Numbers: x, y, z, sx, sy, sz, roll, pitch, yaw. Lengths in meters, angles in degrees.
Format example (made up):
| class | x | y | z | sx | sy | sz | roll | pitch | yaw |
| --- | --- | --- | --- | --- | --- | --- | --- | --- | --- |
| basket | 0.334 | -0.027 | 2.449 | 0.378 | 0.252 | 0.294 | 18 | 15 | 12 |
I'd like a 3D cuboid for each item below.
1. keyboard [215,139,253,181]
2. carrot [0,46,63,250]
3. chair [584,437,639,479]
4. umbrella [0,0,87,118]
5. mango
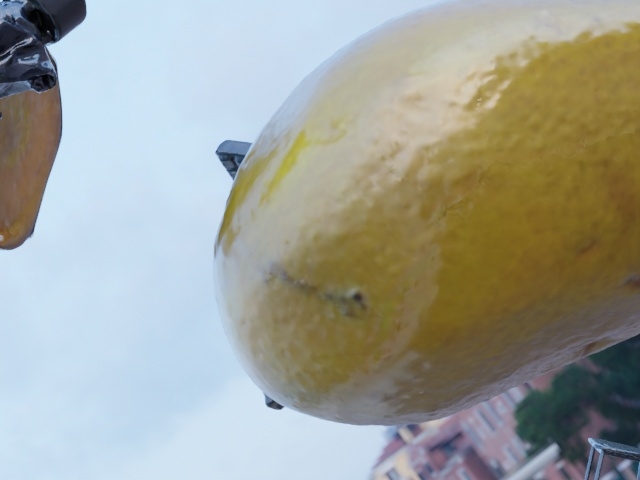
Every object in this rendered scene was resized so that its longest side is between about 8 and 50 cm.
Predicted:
| class | x | y | z | sx | sy | sz | roll | pitch | yaw |
| --- | --- | --- | --- | --- | --- | --- | --- | --- | --- |
| keyboard | 0.000 | 0.000 | 0.745 | 0.204 | 0.061 | 0.013 | 61 | -140 | -61 |
| carrot | -0.396 | -0.104 | 1.119 | 0.224 | 0.341 | 0.224 | 7 | -90 | -76 |
| chair | 0.182 | 0.121 | 0.792 | 0.037 | 0.042 | 0.086 | 49 | -122 | -89 |
| umbrella | -0.203 | -0.063 | 0.625 | 0.224 | 0.071 | 0.080 | -45 | -34 | -27 |
| mango | 0.071 | -0.018 | 0.440 | 0.227 | 0.109 | 0.147 | -25 | -51 | -2 |
